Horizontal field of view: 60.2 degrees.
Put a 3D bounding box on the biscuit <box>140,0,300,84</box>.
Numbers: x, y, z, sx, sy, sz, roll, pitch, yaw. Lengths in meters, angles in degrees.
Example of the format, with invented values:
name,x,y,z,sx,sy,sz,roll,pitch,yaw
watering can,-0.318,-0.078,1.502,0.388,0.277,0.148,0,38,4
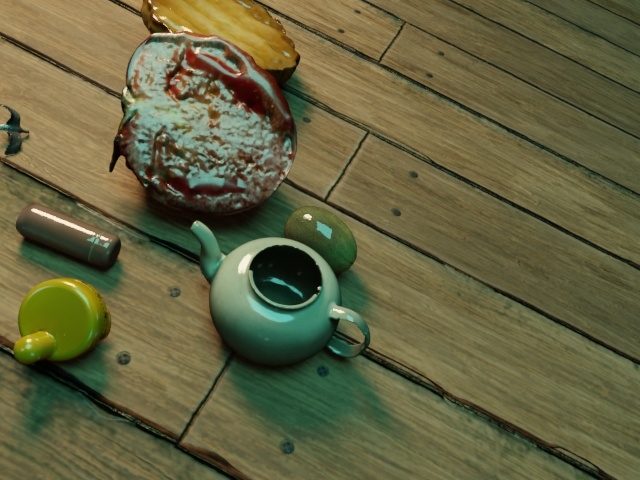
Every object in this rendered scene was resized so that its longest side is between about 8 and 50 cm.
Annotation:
name,x,y,z,sx,sy,sz,roll,pitch,yaw
biscuit,-0.201,-0.409,1.117,0.326,0.107,0.325,20,39,-17

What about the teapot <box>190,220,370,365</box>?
name,x,y,z,sx,sy,sz,roll,pitch,yaw
teapot,-0.060,0.081,0.796,0.295,0.129,0.193,28,50,3

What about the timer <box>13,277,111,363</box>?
name,x,y,z,sx,sy,sz,roll,pitch,yaw
timer,-0.330,0.101,0.697,0.107,0.109,0.107,0,90,4

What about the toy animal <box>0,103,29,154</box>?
name,x,y,z,sx,sy,sz,roll,pitch,yaw
toy animal,-0.503,-0.180,0.906,0.028,0.050,0.084,-6,91,12

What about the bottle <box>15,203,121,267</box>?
name,x,y,z,sx,sy,sz,roll,pitch,yaw
bottle,-0.365,-0.007,0.805,0.140,0.053,0.053,22,49,-1

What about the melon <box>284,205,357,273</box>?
name,x,y,z,sx,sy,sz,roll,pitch,yaw
melon,0.000,0.000,0.902,0.131,0.098,0.098,42,51,5

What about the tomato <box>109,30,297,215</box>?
name,x,y,z,sx,sy,sz,roll,pitch,yaw
tomato,-0.193,-0.184,0.933,0.309,0.170,0.308,0,90,-15
